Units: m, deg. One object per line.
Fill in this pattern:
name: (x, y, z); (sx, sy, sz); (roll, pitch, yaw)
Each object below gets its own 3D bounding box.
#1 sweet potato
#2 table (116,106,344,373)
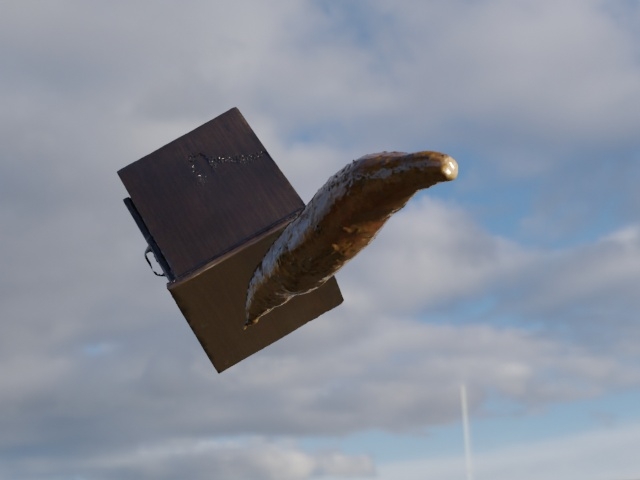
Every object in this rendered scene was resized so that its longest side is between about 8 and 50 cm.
sweet potato: (0.000, 0.000, 1.008); (0.072, 0.066, 0.314); (-15, -19, -41)
table: (-0.106, 0.000, 1.338); (0.172, 0.193, 0.169); (-29, -39, -6)
